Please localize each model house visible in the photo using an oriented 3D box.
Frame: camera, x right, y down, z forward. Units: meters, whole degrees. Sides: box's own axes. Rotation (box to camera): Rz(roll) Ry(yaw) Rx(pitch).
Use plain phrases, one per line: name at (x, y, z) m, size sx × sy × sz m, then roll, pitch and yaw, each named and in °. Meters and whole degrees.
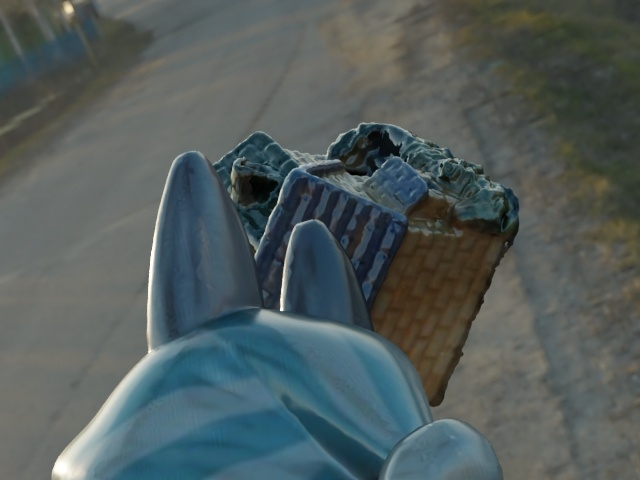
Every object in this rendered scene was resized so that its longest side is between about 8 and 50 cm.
model house at (0.000, 0.000, 0.966) m, size 0.172 × 0.166 × 0.183 m, roll 6°, pitch 24°, yaw -33°

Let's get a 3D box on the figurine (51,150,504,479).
figurine at (-0.050, 0.136, 0.643) m, size 0.266 × 0.378 × 0.361 m, roll -13°, pitch -12°, yaw -13°
